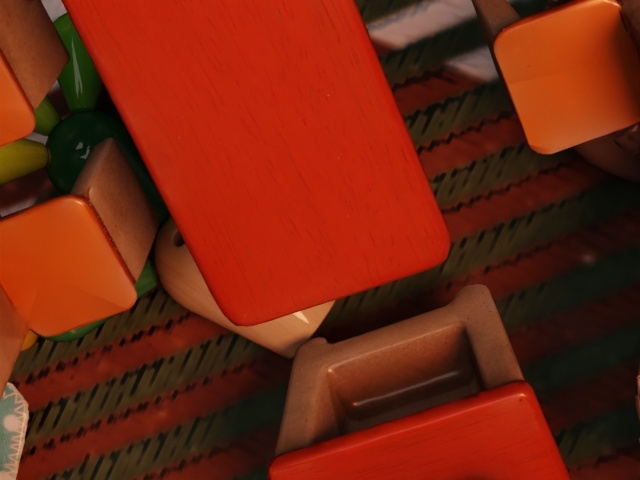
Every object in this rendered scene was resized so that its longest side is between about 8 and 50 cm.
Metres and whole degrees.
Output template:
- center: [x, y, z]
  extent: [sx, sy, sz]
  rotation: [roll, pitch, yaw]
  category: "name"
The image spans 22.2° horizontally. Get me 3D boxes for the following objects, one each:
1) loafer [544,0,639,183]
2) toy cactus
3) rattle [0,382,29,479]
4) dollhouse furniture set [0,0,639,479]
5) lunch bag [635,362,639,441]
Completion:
- center: [0.210, -0.178, 0.638]
  extent: [0.366, 0.134, 0.130]
  rotation: [-50, 33, 2]
  category: "loafer"
- center: [-0.078, -0.015, 0.670]
  extent: [0.180, 0.112, 0.219]
  rotation: [37, 85, -3]
  category: "toy cactus"
- center: [-0.134, 0.167, 0.645]
  extent: [0.199, 0.143, 0.130]
  rotation: [45, 47, 13]
  category: "rattle"
- center: [0.000, 0.000, 0.538]
  extent: [0.262, 0.135, 0.259]
  rotation: [-19, 119, 12]
  category: "dollhouse furniture set"
- center: [0.259, 0.054, 0.543]
  extent: [0.293, 0.120, 0.258]
  rotation: [24, 97, 3]
  category: "lunch bag"
